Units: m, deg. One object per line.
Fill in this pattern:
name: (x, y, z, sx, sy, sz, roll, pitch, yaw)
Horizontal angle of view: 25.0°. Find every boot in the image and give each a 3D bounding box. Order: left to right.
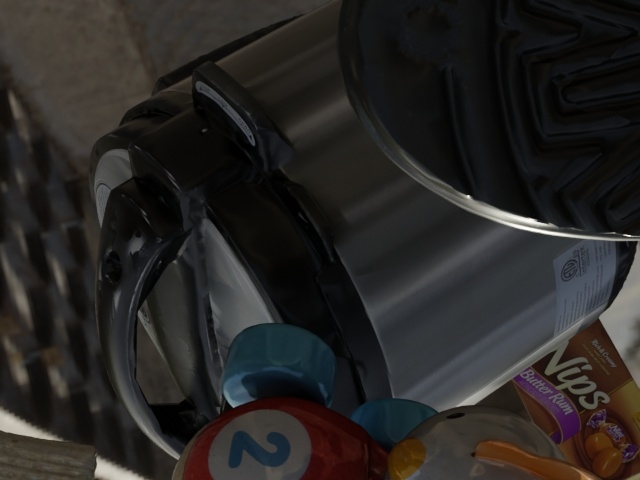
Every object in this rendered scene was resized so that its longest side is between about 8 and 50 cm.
boot: (0.139, -0.067, 0.609, 0.348, 0.131, 0.260, -3, 180, -20)

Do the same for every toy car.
toy car: (0.054, 0.150, 0.840, 0.210, 0.219, 0.238, 34, 136, -27)

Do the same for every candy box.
candy box: (0.266, 0.172, 1.419, 0.109, 0.186, 0.053, -27, 139, 6)

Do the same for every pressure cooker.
pressure cooker: (0.004, 0.002, 1.204, 0.420, 0.370, 0.375, -32, -171, -22)

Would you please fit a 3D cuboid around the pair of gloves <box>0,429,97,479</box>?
pair of gloves: (-0.240, 0.189, 0.736, 0.204, 0.240, 0.042, 15, 155, 5)
